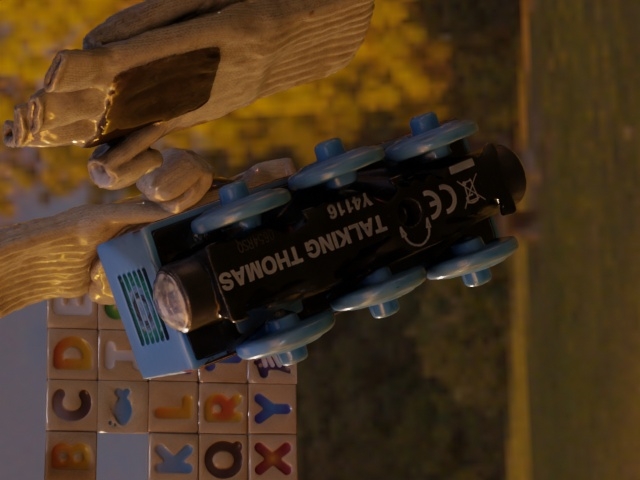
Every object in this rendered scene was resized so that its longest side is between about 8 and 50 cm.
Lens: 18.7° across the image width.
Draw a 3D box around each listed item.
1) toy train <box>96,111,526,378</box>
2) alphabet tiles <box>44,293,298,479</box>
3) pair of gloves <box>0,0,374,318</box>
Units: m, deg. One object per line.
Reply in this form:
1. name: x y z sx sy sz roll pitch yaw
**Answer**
1. toy train: 0.000 0.000 0.826 0.105 0.184 0.080 -13 98 59
2. alphabet tiles: -0.114 0.110 1.502 0.009 0.198 0.237 149 122 -72
3. pair of gloves: -0.081 -0.037 0.999 0.042 0.204 0.240 58 142 26
